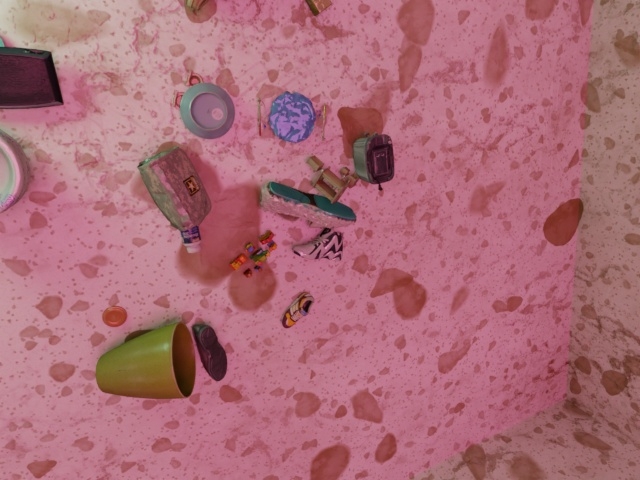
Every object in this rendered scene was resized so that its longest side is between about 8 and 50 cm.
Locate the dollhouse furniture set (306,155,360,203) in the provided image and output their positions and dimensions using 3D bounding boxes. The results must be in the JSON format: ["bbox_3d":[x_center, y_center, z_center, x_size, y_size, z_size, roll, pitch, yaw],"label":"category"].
[{"bbox_3d":[0.039,-0.259,1.643,0.182,0.161,0.101,43,128,9],"label":"dollhouse furniture set"}]

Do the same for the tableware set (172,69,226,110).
[{"bbox_3d":[-0.417,-0.490,1.395,0.168,0.020,0.141,26,95,-26],"label":"tableware set"}]

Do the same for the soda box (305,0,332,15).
[{"bbox_3d":[-0.038,-0.890,1.408,0.061,0.058,0.181,-41,116,-7],"label":"soda box"}]

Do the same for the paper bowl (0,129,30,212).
[{"bbox_3d":[-1.012,-0.208,1.166,0.284,0.148,0.285,-7,109,-20],"label":"paper bowl"}]

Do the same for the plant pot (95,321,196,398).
[{"bbox_3d":[-0.644,0.459,1.480,0.293,0.275,0.275,-9,110,-3],"label":"plant pot"}]

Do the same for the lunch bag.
[{"bbox_3d":[-0.475,-0.171,1.321,0.168,0.287,0.235,-27,113,-12],"label":"lunch bag"}]

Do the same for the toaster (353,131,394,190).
[{"bbox_3d":[0.214,-0.322,1.634,0.129,0.146,0.227,-16,111,-16],"label":"toaster"}]

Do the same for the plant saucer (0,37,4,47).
[{"bbox_3d":[-0.968,-0.555,1.148,0.119,0.021,0.120,-7,108,-21],"label":"plant saucer"}]

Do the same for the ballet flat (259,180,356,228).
[{"bbox_3d":[-0.056,-0.123,1.614,0.408,0.147,0.147,18,99,-23],"label":"ballet flat"}]

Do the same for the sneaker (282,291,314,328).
[{"bbox_3d":[-0.097,0.308,1.734,0.069,0.084,0.186,35,91,-27],"label":"sneaker"}]

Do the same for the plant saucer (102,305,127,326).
[{"bbox_3d":[-0.762,0.283,1.493,0.083,0.013,0.084,-7,108,-21],"label":"plant saucer"}]

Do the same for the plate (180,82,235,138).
[{"bbox_3d":[-0.387,-0.447,1.397,0.188,0.024,0.188,-6,107,-22],"label":"plate"}]

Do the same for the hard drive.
[{"bbox_3d":[-0.909,-0.465,1.166,0.254,0.054,0.172,-8,122,-21],"label":"hard drive"}]

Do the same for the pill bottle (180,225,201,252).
[{"bbox_3d":[-0.478,-0.018,1.488,0.067,0.067,0.120,-13,110,-18],"label":"pill bottle"}]

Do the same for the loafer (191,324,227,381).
[{"bbox_3d":[-0.454,0.452,1.648,0.096,0.084,0.268,-35,124,-44],"label":"loafer"}]

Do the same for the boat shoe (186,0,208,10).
[{"bbox_3d":[-0.285,-0.848,1.283,0.341,0.121,0.110,-49,116,-4],"label":"boat shoe"}]

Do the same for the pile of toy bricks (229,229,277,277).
[{"bbox_3d":[-0.244,0.067,1.588,0.212,0.105,0.118,-41,117,-6],"label":"pile of toy bricks"}]

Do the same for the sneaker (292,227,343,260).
[{"bbox_3d":[0.000,0.000,1.676,0.234,0.094,0.153,8,101,-24],"label":"sneaker"}]

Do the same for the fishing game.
[{"bbox_3d":[-0.107,-0.464,1.522,0.263,0.041,0.189,-4,100,-15],"label":"fishing game"}]
